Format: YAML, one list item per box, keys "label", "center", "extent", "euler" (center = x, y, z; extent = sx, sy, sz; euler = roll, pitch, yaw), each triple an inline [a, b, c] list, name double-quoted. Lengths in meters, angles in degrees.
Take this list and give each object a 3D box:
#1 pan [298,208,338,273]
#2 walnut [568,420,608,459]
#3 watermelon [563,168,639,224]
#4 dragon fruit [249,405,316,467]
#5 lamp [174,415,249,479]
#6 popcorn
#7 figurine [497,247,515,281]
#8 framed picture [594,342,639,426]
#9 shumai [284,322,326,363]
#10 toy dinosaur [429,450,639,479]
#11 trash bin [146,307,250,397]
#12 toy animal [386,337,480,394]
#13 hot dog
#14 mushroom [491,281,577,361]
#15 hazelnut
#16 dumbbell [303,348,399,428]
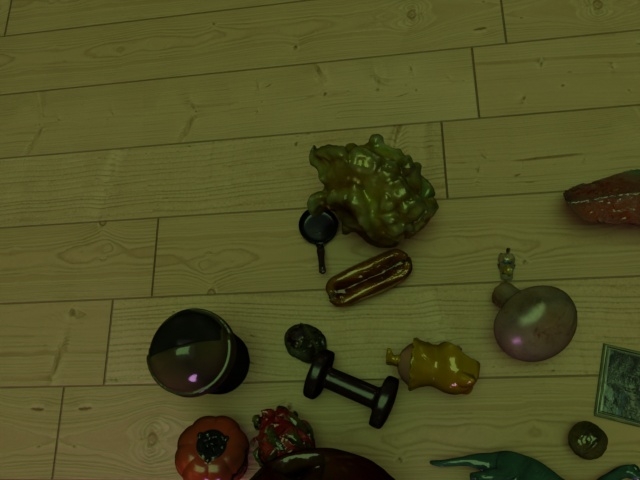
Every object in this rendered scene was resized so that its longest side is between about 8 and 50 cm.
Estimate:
- label: "pan"
  center: [0.001, 0.002, 1.639]
  extent: [0.115, 0.040, 0.211]
  euler: [-9, 64, 6]
- label: "walnut"
  center: [0.631, 0.472, 1.360]
  extent: [0.092, 0.092, 0.092]
  euler: [-3, 72, 9]
- label: "watermelon"
  center: [0.757, -0.098, 1.497]
  extent: [0.257, 0.193, 0.139]
  euler: [-6, 102, 3]
- label: "dragon fruit"
  center: [-0.096, 0.507, 1.444]
  extent: [0.166, 0.160, 0.171]
  euler: [-47, 49, 30]
- label: "lamp"
  center: [-0.271, 0.539, 1.448]
  extent: [0.188, 0.163, 0.187]
  euler: [4, 54, -5]
- label: "popcorn"
  center: [0.145, -0.138, 1.537]
  extent: [0.335, 0.279, 0.274]
  euler: [42, 123, 17]
- label: "figurine"
  center: [0.496, 0.065, 1.533]
  extent: [0.047, 0.050, 0.083]
  euler: [-4, 71, 14]
- label: "framed picture"
  center: [0.758, 0.357, 1.413]
  extent: [0.142, 0.011, 0.183]
  euler: [12, 74, 13]
- label: "shumai"
  center: [-0.044, 0.268, 1.536]
  extent: [0.124, 0.087, 0.098]
  euler: [23, 76, 14]
- label: "toy dinosaur"
  center: [0.514, 0.541, 1.371]
  extent: [0.331, 0.129, 0.384]
  euler: [-30, 42, -34]
- label: "trash bin"
  center: [-0.301, 0.285, 1.443]
  extent: [0.214, 0.334, 0.214]
  euler: [-3, 73, 9]
- label: "toy animal"
  center: [0.277, 0.316, 1.436]
  extent: [0.230, 0.156, 0.155]
  euler: [12, 74, 15]
- label: "hot dog"
  center: [0.134, 0.104, 1.571]
  extent: [0.250, 0.068, 0.100]
  euler: [-24, 83, 3]
- label: "mushroom"
  center: [0.516, 0.204, 1.430]
  extent: [0.207, 0.209, 0.206]
  euler: [0, 90, -28]
- label: "hazelnut"
  center: [0.011, 0.653, 1.249]
  extent: [0.403, 0.402, 0.428]
  euler: [19, 114, 15]
- label: "dumbbell"
  center: [0.077, 0.372, 1.455]
  extent: [0.226, 0.140, 0.123]
  euler: [20, 92, 16]
